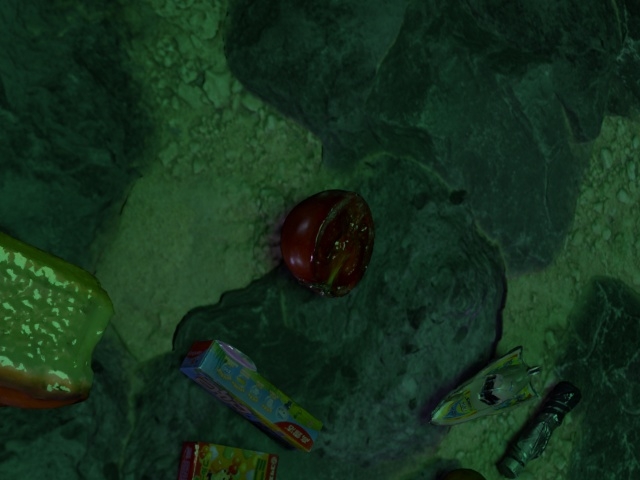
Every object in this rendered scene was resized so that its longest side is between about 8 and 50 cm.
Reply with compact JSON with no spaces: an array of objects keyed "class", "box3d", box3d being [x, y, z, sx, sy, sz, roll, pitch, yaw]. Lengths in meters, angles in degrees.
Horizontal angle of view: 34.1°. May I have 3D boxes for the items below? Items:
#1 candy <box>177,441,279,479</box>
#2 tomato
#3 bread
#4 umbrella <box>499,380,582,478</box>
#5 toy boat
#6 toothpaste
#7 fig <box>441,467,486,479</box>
[{"class":"candy","box3d":[-0.113,0.284,1.273,0.121,0.038,0.062,17,75,-33]},{"class":"tomato","box3d":[0.000,0.000,1.357,0.159,0.091,0.139,38,72,-56]},{"class":"bread","box3d":[-0.392,0.042,0.933,0.333,0.323,0.143,28,70,-28]},{"class":"umbrella","box3d":[0.337,0.290,1.584,0.188,0.046,0.050,-45,114,-31]},{"class":"toy boat","box3d":[0.232,0.223,1.507,0.210,0.066,0.085,-20,95,-34]},{"class":"toothpaste","box3d":[-0.078,0.194,1.288,0.193,0.070,0.044,41,62,-24]},{"class":"fig","box3d":[0.206,0.366,1.474,0.098,0.082,0.084,30,43,-65]}]
